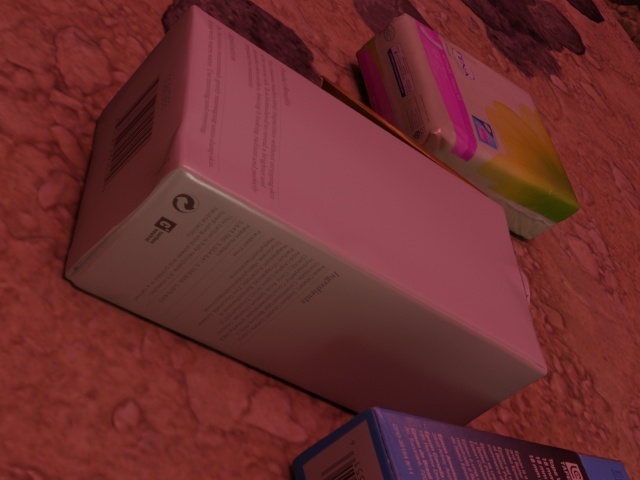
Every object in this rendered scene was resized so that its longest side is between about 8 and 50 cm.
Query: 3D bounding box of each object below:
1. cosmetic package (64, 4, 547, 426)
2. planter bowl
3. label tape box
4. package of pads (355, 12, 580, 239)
[{"bbox_3d":[0.000,0.000,0.849,0.385,0.156,0.217,32,35,-28],"label":"cosmetic package"},{"bbox_3d":[0.063,-0.075,1.039,0.217,0.090,0.217,36,8,-6],"label":"planter bowl"},{"bbox_3d":[0.154,0.280,0.775,0.334,0.106,0.240,20,41,-39],"label":"label tape box"},{"bbox_3d":[0.191,-0.148,1.301,0.297,0.101,0.229,23,41,-37],"label":"package of pads"}]
